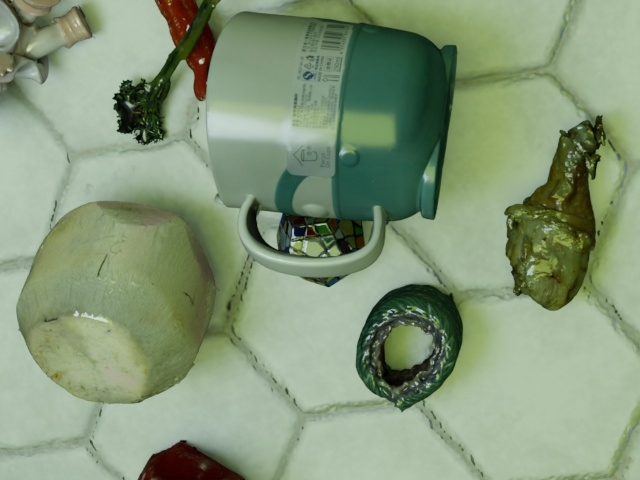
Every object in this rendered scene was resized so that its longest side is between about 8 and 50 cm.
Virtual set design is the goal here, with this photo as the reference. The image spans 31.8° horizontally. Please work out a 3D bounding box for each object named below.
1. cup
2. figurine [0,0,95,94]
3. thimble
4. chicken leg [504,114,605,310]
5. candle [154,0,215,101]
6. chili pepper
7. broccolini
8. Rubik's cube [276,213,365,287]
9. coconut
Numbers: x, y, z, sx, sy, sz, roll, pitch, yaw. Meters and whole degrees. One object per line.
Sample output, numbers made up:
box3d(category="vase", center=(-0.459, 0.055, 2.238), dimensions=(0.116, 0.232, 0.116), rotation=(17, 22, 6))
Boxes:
box3d(category="cup", center=(0.004, -0.102, 1.223), dimensions=(0.257, 0.219, 0.290), rotation=(7, 71, 9))
box3d(category="figurine", center=(-0.411, -0.219, 1.346), dimensions=(0.276, 0.133, 0.200), rotation=(-26, 83, 10))
box3d(category="thimble", center=(0.104, 0.122, 1.333), dimensions=(0.118, 0.090, 0.135), rotation=(37, 108, 5))
box3d(category="chicken leg", center=(0.264, -0.033, 1.272), dimensions=(0.103, 0.088, 0.228), rotation=(13, 107, 22))
box3d(category="candle", center=(-0.178, -0.300, 1.322), dimensions=(0.051, 0.048, 0.329), rotation=(-22, 96, 30))
box3d(category="chili pepper", center=(-0.157, 0.323, 1.349), dimensions=(0.136, 0.253, 0.144), rotation=(-24, 88, -4))
box3d(category="broccolini", center=(-0.171, -0.212, 1.311), dimensions=(0.254, 0.071, 0.058), rotation=(-50, 46, 34))
box3d(category="Rubik's cube", center=(0.000, 0.000, 1.326), dimensions=(0.111, 0.093, 0.111), rotation=(3, 102, 12))
box3d(category="coconut", center=(-0.234, 0.065, 1.329), dimensions=(0.227, 0.230, 0.227), rotation=(8, 132, 9))
